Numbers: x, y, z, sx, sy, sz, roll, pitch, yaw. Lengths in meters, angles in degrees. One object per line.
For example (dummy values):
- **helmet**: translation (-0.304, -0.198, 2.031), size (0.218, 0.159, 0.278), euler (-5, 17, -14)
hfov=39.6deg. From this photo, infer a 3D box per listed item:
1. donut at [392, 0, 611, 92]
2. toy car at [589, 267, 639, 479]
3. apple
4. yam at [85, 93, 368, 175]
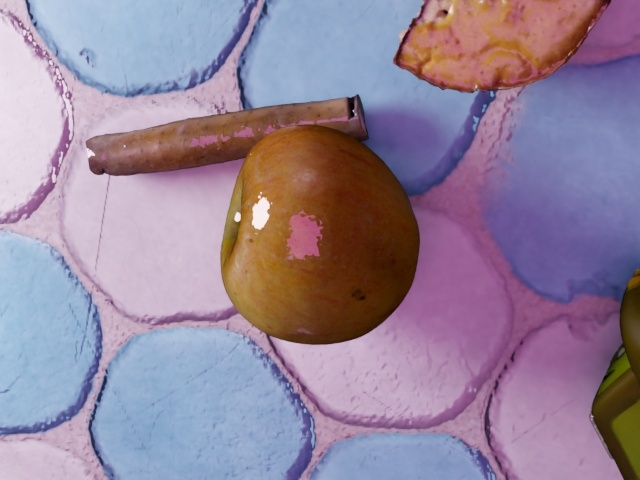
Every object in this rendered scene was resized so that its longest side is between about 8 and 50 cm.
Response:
- **donut**: translation (0.159, -0.211, 0.716), size (0.141, 0.085, 0.217), euler (34, 105, 2)
- **toy car**: translation (0.313, 0.132, 0.717), size (0.198, 0.204, 0.248), euler (-23, 98, 36)
- **apple**: translation (0.000, 0.000, 0.743), size (0.155, 0.182, 0.182), euler (12, 103, -14)
- **yam**: translation (-0.088, -0.093, 0.804), size (0.264, 0.046, 0.046), euler (-7, 99, 12)
